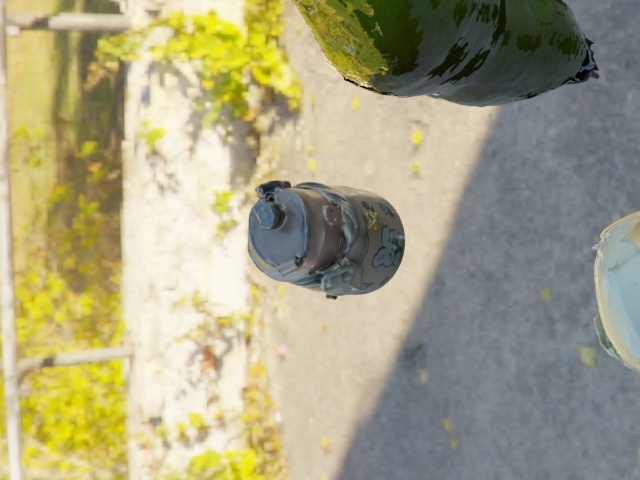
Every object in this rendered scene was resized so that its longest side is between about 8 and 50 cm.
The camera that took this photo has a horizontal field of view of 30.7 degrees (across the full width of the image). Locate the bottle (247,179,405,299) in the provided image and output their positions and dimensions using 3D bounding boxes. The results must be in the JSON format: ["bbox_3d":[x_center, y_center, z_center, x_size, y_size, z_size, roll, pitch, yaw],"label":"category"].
[{"bbox_3d":[-0.001,0.000,0.922,0.098,0.152,0.099,-2,86,27],"label":"bottle"}]

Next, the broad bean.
[{"bbox_3d":[0.058,-0.098,0.540,0.077,0.339,0.061,-34,75,27],"label":"broad bean"}]

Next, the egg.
[{"bbox_3d":[0.418,0.064,1.284,0.201,0.244,0.201,4,-90,-89],"label":"egg"}]
